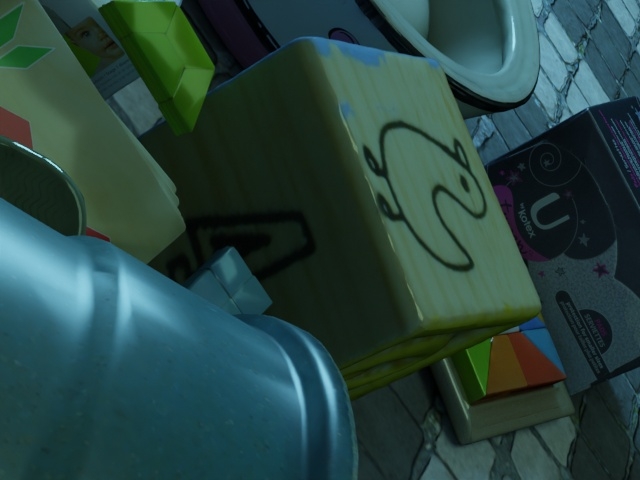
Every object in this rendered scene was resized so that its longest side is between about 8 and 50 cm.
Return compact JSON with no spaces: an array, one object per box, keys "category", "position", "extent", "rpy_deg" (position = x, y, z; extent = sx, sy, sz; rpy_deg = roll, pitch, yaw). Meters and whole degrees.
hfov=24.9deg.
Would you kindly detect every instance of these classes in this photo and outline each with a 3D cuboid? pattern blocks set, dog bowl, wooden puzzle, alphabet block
[{"category":"pattern blocks set","position":[-0.168,-0.042,0.788],"extent":[0.285,0.026,0.325],"rpy_deg":[-34,104,-35]},{"category":"dog bowl","position":[0.022,-0.265,1.278],"extent":[0.408,0.150,0.408],"rpy_deg":[37,38,-36]},{"category":"wooden puzzle","position":[0.146,0.063,1.302],"extent":[0.238,0.044,0.221],"rpy_deg":[1,65,-58]},{"category":"alphabet block","position":[0.000,0.000,0.969],"extent":[0.192,0.193,0.197],"rpy_deg":[-3,68,-57]}]

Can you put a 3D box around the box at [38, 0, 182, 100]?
[{"category":"box","position":[-0.196,-0.177,0.884],"extent":[0.203,0.114,0.103],"rpy_deg":[47,31,-26]}]

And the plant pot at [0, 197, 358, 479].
[{"category":"plant pot","position":[-0.223,0.072,0.439],"extent":[0.334,0.341,0.341],"rpy_deg":[39,35,-22]}]

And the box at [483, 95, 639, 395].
[{"category":"box","position":[0.279,0.004,1.444],"extent":[0.142,0.163,0.247],"rpy_deg":[-16,79,-57]}]

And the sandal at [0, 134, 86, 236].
[{"category":"sandal","position":[-0.239,-0.026,0.658],"extent":[0.302,0.086,0.120],"rpy_deg":[18,73,-37]}]
